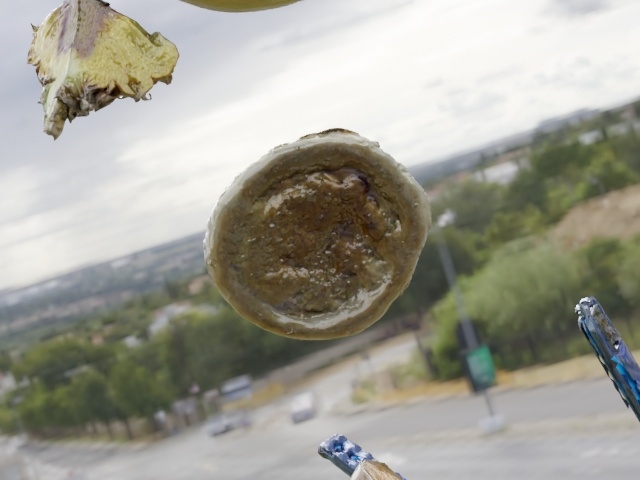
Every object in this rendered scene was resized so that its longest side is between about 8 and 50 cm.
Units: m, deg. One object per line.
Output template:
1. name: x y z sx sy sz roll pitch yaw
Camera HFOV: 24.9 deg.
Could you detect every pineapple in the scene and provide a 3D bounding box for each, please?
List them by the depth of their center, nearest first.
1. pineapple: -0.160 -0.119 0.986 0.114 0.114 0.077 12 -38 6

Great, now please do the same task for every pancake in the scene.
1. pancake: 0.000 0.000 0.865 0.139 0.139 0.022 -17 23 -2

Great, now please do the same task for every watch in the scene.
1. watch: 0.169 0.212 1.076 0.276 0.274 0.068 -33 5 36

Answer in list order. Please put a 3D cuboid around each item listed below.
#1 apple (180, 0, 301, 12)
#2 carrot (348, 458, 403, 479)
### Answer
1. apple: -0.059 -0.282 1.051 0.207 0.237 0.237 -19 2 12
2. carrot: -0.025 0.188 0.575 0.224 0.057 0.057 -54 -5 11
